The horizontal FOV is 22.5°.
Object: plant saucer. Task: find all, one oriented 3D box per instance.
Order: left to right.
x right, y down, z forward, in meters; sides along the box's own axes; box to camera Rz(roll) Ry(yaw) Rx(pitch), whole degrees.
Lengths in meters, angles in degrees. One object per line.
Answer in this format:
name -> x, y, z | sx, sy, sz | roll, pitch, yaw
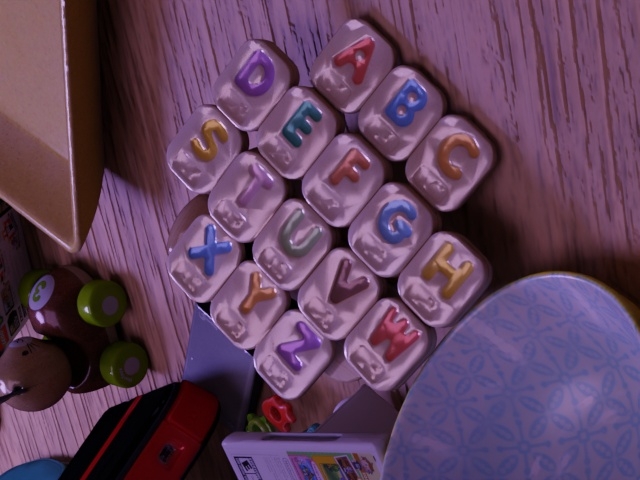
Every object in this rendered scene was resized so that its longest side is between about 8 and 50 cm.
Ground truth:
plant saucer -> -0.326, -0.202, 1.629 | 0.333, 0.081, 0.333 | 34, 138, 31

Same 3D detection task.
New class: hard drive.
hard drive -> -0.098, 0.129, 1.643 | 0.094, 0.022, 0.135 | 41, 142, 24

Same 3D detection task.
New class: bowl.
bowl -> 0.190, 0.182, 1.176 | 0.156, 0.289, 0.289 | 24, 159, -30

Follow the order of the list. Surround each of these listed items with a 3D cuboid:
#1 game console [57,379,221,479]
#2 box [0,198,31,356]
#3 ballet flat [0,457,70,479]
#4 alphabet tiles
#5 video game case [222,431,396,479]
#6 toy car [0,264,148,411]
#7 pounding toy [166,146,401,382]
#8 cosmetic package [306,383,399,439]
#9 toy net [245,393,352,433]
game console -> -0.262, 0.320, 1.667 | 0.060, 0.386, 0.342 | 38, 156, -10
box -> -0.376, 0.018, 1.827 | 0.036, 0.114, 0.207 | 4, 122, 17
ballet flat -> -0.298, 0.347, 1.982 | 0.400, 0.139, 0.139 | -16, 103, 53
alphabet tiles -> 0.000, -0.022, 1.281 | 0.284, 0.021, 0.278 | 47, 112, 18
video game case -> 0.026, 0.255, 1.358 | 0.193, 0.023, 0.212 | -7, 113, 47
toy car -> -0.316, 0.127, 1.767 | 0.155, 0.188, 0.149 | 7, 121, 49
pounding toy -> 0.000, 0.000, 1.383 | 0.269, 0.155, 0.154 | 30, 108, 22
cosmetic package -> 0.116, 0.344, 1.436 | 0.377, 0.097, 0.284 | 40, 139, 14
toy net -> 0.014, 0.182, 1.527 | 0.122, 0.045, 0.232 | 59, 144, 4
